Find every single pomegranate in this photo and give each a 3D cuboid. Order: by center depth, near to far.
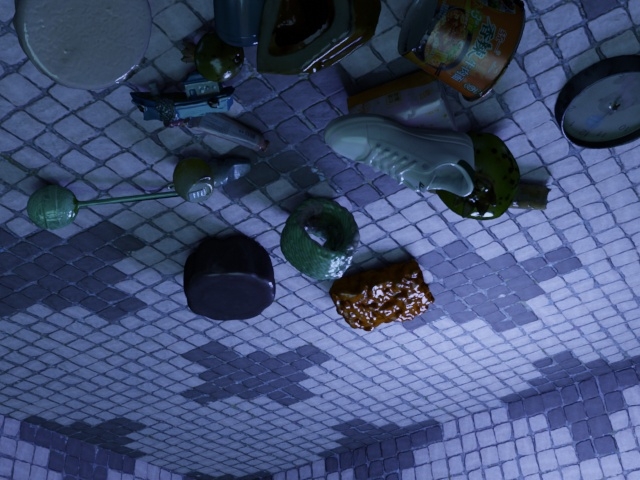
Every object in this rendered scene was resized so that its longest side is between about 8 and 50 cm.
[{"bbox_3d":[-0.232,-0.397,1.610,0.142,0.115,0.115,13,151,23],"label":"pomegranate"},{"bbox_3d":[0.393,-0.132,1.889,0.230,0.286,0.231,4,136,3],"label":"pomegranate"}]

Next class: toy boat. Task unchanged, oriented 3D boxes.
[{"bbox_3d":[-0.315,-0.330,1.699,0.237,0.109,0.098,-7,115,8],"label":"toy boat"}]

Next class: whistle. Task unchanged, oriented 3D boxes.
[{"bbox_3d":[-0.289,-0.172,1.934,0.223,0.123,0.123,-19,148,-17],"label":"whistle"}]

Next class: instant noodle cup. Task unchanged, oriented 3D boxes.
[{"bbox_3d":[0.277,-0.424,1.540,0.182,0.230,0.230,20,139,-16],"label":"instant noodle cup"}]

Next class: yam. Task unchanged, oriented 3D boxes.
[{"bbox_3d":[0.464,-0.135,2.078,0.371,0.083,0.083,6,143,-14],"label":"yam"}]

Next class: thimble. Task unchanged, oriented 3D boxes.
[{"bbox_3d":[0.000,0.000,2.090,0.218,0.219,0.150,8,141,-17],"label":"thimble"}]

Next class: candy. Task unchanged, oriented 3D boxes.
[{"bbox_3d":[-0.548,-0.106,2.002,0.439,0.119,0.119,-8,146,-11],"label":"candy"}]

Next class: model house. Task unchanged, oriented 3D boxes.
[{"bbox_3d":[0.002,-0.443,1.521,0.268,0.174,0.239,-27,-179,25],"label":"model house"}]

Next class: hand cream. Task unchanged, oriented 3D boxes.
[{"bbox_3d":[-0.219,-0.266,1.836,0.209,0.043,0.067,21,99,-31],"label":"hand cream"}]

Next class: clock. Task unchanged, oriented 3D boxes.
[{"bbox_3d":[0.717,-0.330,1.848,0.280,0.056,0.281,-3,144,-2],"label":"clock"}]

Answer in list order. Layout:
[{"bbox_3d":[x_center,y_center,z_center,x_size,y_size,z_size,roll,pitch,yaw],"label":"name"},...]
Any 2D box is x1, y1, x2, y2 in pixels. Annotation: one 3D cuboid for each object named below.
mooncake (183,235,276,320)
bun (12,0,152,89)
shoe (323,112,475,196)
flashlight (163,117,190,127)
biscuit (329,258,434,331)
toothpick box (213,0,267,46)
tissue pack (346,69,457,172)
[{"bbox_3d":[-0.277,0.116,2.279,0.305,0.154,0.306,-4,144,-3],"label":"mooncake"},{"bbox_3d":[-0.478,-0.438,1.479,0.263,0.175,0.263,-18,124,-28],"label":"bun"},{"bbox_3d":[0.184,-0.177,1.694,0.362,0.160,0.132,6,143,-16],"label":"shoe"},{"bbox_3d":[-0.335,-0.278,1.771,0.052,0.110,0.031,-20,98,21],"label":"flashlight"},{"bbox_3d":[0.207,0.190,2.479,0.311,0.111,0.318,-16,143,13],"label":"biscuit"},{"bbox_3d":[-0.154,-0.484,1.474,0.120,0.120,0.184,-3,142,-2],"label":"toothpick box"},{"bbox_3d":[0.198,-0.284,1.793,0.225,0.124,0.185,-16,145,17],"label":"tissue pack"}]
